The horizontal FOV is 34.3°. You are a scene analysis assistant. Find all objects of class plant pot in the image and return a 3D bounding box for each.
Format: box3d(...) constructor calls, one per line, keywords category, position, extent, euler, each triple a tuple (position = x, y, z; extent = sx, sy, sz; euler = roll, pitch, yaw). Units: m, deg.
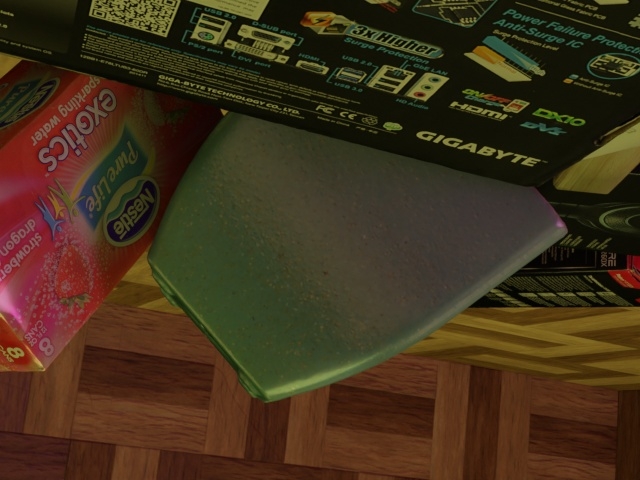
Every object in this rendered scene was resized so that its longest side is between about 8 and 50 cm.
box3d(category="plant pot", position=(0.000, 0.000, 0.857), extent=(0.248, 0.252, 0.247), euler=(48, 169, 4))

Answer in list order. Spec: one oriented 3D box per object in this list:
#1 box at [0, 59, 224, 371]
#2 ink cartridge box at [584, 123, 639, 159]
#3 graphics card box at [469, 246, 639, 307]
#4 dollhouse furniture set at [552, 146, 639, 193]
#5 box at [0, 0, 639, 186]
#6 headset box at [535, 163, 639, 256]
box3d(category="box", position=(-0.221, -0.047, 0.855), extent=(0.142, 0.300, 0.154), euler=(-4, 127, 37))
box3d(category="ink cartridge box", position=(0.141, -0.184, 0.394), extent=(0.285, 0.166, 0.395), euler=(25, 158, -31))
box3d(category="graphics card box", position=(0.291, 0.033, 1.469), extent=(0.371, 0.094, 0.233), euler=(-4, 164, 33))
box3d(category="dollhouse furniture set", position=(0.292, -0.114, 0.699), extent=(0.242, 0.161, 0.212), euler=(6, 167, 1))
box3d(category="box", position=(0.004, -0.119, 0.273), extent=(0.295, 0.073, 0.293), euler=(13, 159, -14))
box3d(category="headset box", position=(0.254, -0.081, 0.925), extent=(0.283, 0.131, 0.246), euler=(7, 166, -2))
